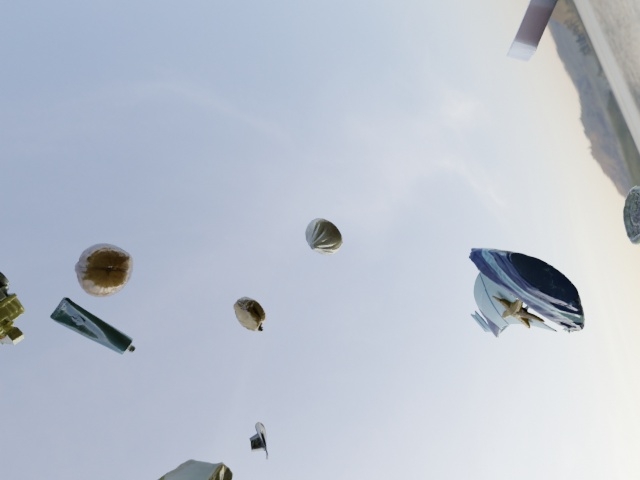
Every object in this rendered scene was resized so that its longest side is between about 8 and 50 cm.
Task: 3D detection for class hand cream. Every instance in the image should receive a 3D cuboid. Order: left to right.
[{"bbox_3d":[-0.592,0.235,1.116,0.224,0.083,0.048,37,-164,-18],"label":"hand cream"}]

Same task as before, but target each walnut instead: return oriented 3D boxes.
[{"bbox_3d":[-0.572,0.079,1.114,0.144,0.180,0.144,-4,-83,-34],"label":"walnut"}]

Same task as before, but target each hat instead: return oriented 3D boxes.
[{"bbox_3d":[-0.188,0.615,1.283,0.121,0.050,0.121,164,90,-83],"label":"hat"}]

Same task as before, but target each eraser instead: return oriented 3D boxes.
[{"bbox_3d":[0.221,-0.238,0.421,0.065,0.026,0.105,-28,-42,-67],"label":"eraser"}]

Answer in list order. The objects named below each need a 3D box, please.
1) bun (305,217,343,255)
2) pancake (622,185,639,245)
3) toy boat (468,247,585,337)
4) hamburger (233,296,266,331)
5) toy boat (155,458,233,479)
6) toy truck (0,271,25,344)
[{"bbox_3d":[0.000,0.000,1.422,0.138,0.138,0.094,54,-126,-16],"label":"bun"},{"bbox_3d":[0.565,-0.045,0.753,0.108,0.017,0.108,2,-90,-76],"label":"pancake"},{"bbox_3d":[0.359,0.116,0.806,0.220,0.291,0.067,40,-108,20],"label":"toy boat"},{"bbox_3d":[-0.289,0.305,1.743,0.083,0.138,0.147,-37,-53,-35],"label":"hamburger"},{"bbox_3d":[-0.097,0.213,0.244,0.172,0.065,0.066,-74,-31,-53],"label":"toy boat"},{"bbox_3d":[-0.740,0.165,0.908,0.124,0.272,0.157,-49,-59,-47],"label":"toy truck"}]
